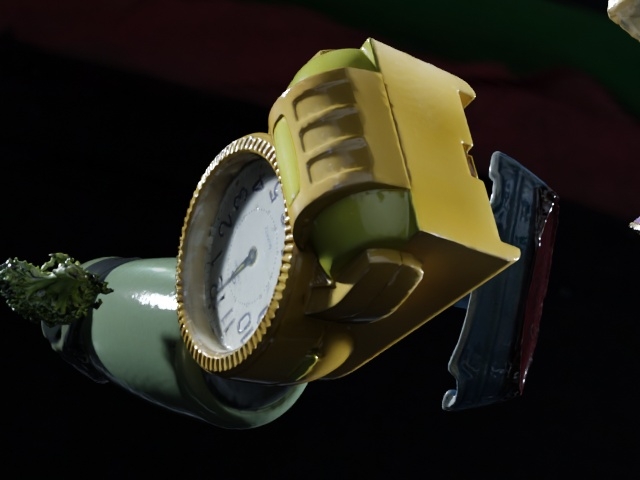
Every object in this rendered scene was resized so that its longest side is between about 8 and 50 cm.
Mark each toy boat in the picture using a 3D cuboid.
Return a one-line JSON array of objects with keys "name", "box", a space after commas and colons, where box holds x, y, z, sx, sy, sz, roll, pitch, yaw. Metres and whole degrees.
[{"name": "toy boat", "box": [0.183, 0.051, 2.260, 0.142, 0.309, 0.129, 13, -168, 18]}]

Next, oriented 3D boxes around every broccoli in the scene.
[{"name": "broccoli", "box": [-0.261, 0.043, 1.924, 0.097, 0.092, 0.095, 45, -139, -3]}]

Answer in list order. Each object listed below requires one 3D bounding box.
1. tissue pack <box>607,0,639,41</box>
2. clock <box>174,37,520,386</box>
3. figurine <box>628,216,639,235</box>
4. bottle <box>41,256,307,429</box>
[{"name": "tissue pack", "box": [0.350, -0.311, 1.828, 0.090, 0.186, 0.222, 25, -125, -24]}, {"name": "clock", "box": [0.000, 0.000, 1.784, 0.200, 0.317, 0.244, 16, -134, -31]}, {"name": "figurine", "box": [0.351, -0.099, 1.555, 0.142, 0.263, 0.189, 30, -178, -10]}, {"name": "bottle", "box": [-0.162, 0.095, 2.072, 0.168, 0.168, 0.347, -9, -171, -35]}]
